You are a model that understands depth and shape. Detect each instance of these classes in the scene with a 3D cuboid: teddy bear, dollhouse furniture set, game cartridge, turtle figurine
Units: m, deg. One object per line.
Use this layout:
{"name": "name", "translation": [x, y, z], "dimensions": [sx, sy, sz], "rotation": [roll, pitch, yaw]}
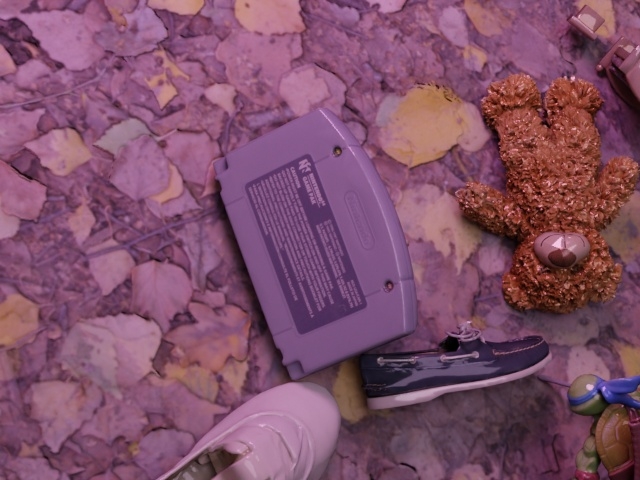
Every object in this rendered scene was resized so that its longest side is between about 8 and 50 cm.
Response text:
{"name": "teddy bear", "translation": [0.312, -0.075, 1.522], "dimensions": [0.245, 0.113, 0.338], "rotation": [19, 70, -9]}
{"name": "dollhouse furniture set", "translation": [0.439, -0.136, 1.520], "dimensions": [0.355, 0.303, 0.174], "rotation": [39, 105, -1]}
{"name": "game cartridge", "translation": [0.000, 0.000, 1.376], "dimensions": [0.060, 0.196, 0.294], "rotation": [-3, 70, -63]}
{"name": "turtle figurine", "translation": [0.365, 0.279, 1.393], "dimensions": [0.266, 0.275, 0.198], "rotation": [48, 37, -2]}

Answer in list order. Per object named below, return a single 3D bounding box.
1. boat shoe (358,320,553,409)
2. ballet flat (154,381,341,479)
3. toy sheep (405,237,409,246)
{"name": "boat shoe", "translation": [0.170, 0.149, 1.427], "dimensions": [0.255, 0.095, 0.079], "rotation": [-12, 90, -10]}
{"name": "ballet flat", "translation": [-0.122, 0.290, 1.276], "dimensions": [0.400, 0.139, 0.139], "rotation": [-31, 86, -22]}
{"name": "toy sheep", "translation": [0.047, 0.000, 1.433], "dimensions": [0.132, 0.091, 0.091], "rotation": [1, 74, 0]}
